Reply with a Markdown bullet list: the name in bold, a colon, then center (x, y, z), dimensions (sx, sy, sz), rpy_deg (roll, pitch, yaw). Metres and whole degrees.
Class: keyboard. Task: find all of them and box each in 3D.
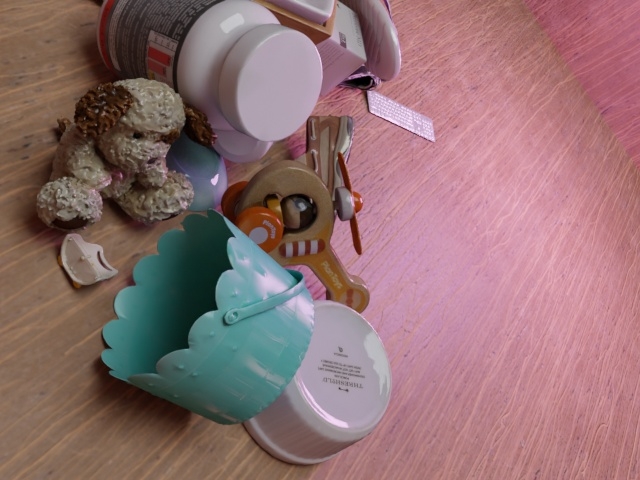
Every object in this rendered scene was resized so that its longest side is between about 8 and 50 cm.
- **keyboard**: center (0.212, -0.323, 1.968), dimensions (0.256, 0.014, 0.072), rpy_deg (16, 54, -40)

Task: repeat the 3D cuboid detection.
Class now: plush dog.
- **plush dog**: center (-0.287, -0.150, 1.112), dimensions (0.262, 0.225, 0.210), rpy_deg (-6, 64, -53)

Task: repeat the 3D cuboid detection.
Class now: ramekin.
- **ramekin**: center (-0.002, 0.221, 1.244), dimensions (0.273, 0.127, 0.272), rpy_deg (21, 55, -33)

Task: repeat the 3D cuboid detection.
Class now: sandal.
- **sandal**: center (0.120, -0.535, 1.800), dimensions (0.102, 0.169, 0.416), rpy_deg (-15, 47, -14)

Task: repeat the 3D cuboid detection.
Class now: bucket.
- **bucket**: center (-0.154, 0.112, 1.071), dimensions (0.183, 0.281, 0.281), rpy_deg (39, 41, -32)

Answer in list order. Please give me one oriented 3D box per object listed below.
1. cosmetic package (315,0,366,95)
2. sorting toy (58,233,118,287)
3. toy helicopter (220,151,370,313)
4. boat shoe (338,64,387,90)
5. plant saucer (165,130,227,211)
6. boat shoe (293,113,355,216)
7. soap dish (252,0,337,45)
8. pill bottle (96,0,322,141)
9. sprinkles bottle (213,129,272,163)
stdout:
- **cosmetic package**: center (-0.019, -0.451, 1.691), dimensions (0.184, 0.151, 0.151), rpy_deg (20, 51, -38)
- **sorting toy**: center (-0.333, 0.033, 1.108), dimensions (0.083, 0.045, 0.075), rpy_deg (53, 24, 12)
- **toy helicopter**: center (0.000, 0.000, 1.368), dimensions (0.355, 0.235, 0.140), rpy_deg (55, 1, -32)
- **boat shoe**: center (0.109, -0.402, 1.867), dimensions (0.219, 0.078, 0.070), rpy_deg (-8, 70, -41)
- **plant saucer**: center (-0.233, -0.145, 1.341), dimensions (0.195, 0.037, 0.194), rpy_deg (26, 48, -34)
- **boat shoe**: center (-0.011, -0.118, 1.521), dimensions (0.117, 0.123, 0.324), rpy_deg (12, 58, -1)
- **soap dish**: center (-0.077, -0.527, 1.505), dimensions (0.229, 0.118, 0.290), rpy_deg (19, 53, -16)
- **pill bottle**: center (-0.183, -0.299, 1.224), dimensions (0.363, 0.210, 0.210), rpy_deg (31, 22, 37)
- **sprinkles bottle**: center (-0.105, -0.279, 1.475), dimensions (0.121, 0.121, 0.355), rpy_deg (46, 33, -15)
